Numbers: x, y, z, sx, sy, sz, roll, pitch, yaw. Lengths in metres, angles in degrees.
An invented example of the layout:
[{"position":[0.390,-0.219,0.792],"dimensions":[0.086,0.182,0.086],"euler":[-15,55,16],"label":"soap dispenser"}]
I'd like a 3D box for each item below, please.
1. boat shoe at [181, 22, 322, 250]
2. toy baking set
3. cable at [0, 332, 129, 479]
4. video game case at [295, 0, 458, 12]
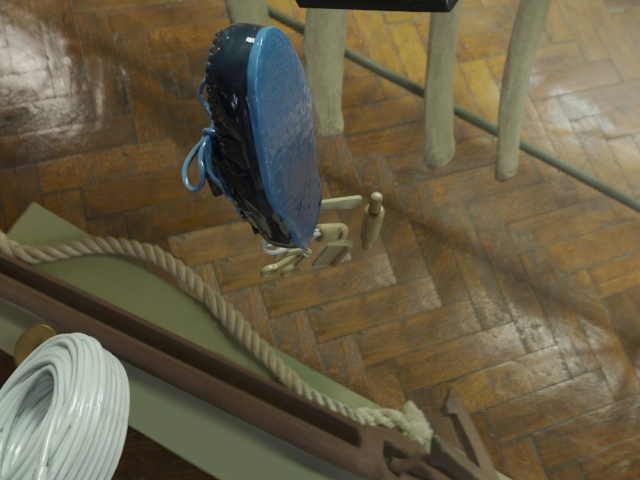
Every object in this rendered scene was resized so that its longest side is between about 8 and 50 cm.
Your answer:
[{"position":[-0.057,-0.054,0.412],"dimensions":[0.088,0.258,0.109],"euler":[14,64,10],"label":"boat shoe"},{"position":[0.006,-0.002,0.768],"dimensions":[0.196,0.256,0.030],"euler":[-22,67,-16],"label":"toy baking set"},{"position":[-0.332,0.237,0.640],"dimensions":[0.089,0.257,0.257],"euler":[41,44,-35],"label":"cable"},{"position":[0.124,-0.421,0.753],"dimensions":[0.274,0.035,0.248],"euler":[23,71,40],"label":"video game case"}]
